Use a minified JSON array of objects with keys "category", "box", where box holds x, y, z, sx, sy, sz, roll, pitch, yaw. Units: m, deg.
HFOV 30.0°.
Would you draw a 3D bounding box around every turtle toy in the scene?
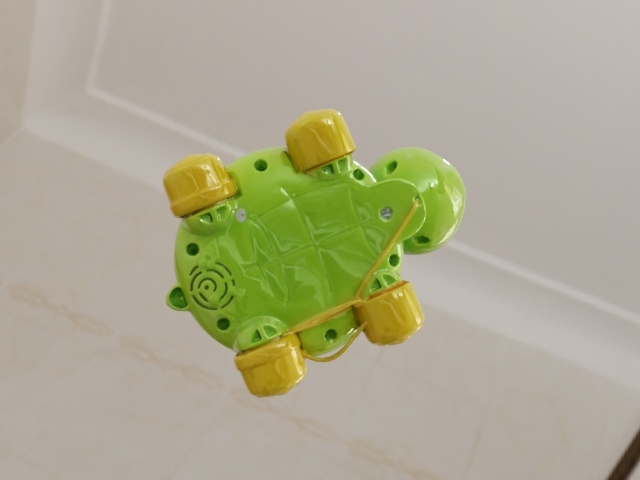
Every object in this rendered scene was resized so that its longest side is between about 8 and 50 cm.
[{"category":"turtle toy","box":[0.000,0.000,0.468,0.130,0.066,0.095,-22,-89,-12]}]
